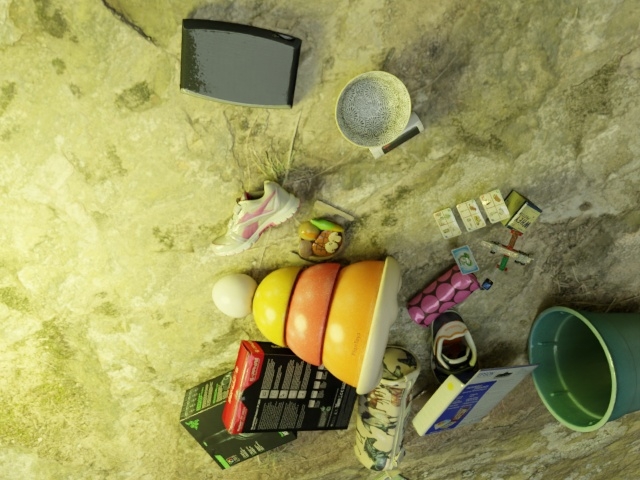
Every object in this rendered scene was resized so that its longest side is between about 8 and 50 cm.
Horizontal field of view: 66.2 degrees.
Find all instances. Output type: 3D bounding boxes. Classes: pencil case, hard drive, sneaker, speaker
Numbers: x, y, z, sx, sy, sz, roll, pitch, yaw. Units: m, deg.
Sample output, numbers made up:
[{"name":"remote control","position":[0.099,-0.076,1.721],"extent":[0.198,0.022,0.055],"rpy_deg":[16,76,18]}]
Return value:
[{"name":"pencil case","position":[0.203,0.515,1.496],"extent":[0.160,0.184,0.410],"rpy_deg":[-19,125,-37]},{"name":"hard drive","position":[-0.175,-0.374,1.063],"extent":[0.255,0.054,0.172],"rpy_deg":[6,117,-9]},{"name":"sneaker","position":[-0.177,-0.061,1.211],"extent":[0.252,0.103,0.111],"rpy_deg":[-37,111,6]},{"name":"pencil case","position":[0.347,0.159,1.379],"extent":[0.209,0.095,0.098],"rpy_deg":[-39,138,16]},{"name":"sneaker","position":[0.396,0.357,1.466],"extent":[0.126,0.127,0.321],"rpy_deg":[-17,119,2]},{"name":"speaker","position":[0.174,-0.248,1.164],"extent":[0.136,0.055,0.055],"rpy_deg":[-30,116,10]}]

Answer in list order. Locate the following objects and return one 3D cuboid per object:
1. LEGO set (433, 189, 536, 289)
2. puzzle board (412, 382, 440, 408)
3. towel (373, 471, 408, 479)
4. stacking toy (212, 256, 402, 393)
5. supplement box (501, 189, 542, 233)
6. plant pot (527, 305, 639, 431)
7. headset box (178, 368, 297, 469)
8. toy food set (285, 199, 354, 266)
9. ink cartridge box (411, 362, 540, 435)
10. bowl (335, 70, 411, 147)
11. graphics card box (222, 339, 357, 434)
[{"name":"LEGO set","position":[0.428,0.004,1.269],"extent":[0.182,0.060,0.244],"rpy_deg":[-23,97,36]},{"name":"puzzle board","position":[0.374,0.525,1.615],"extent":[0.128,0.011,0.096],"rpy_deg":[38,107,-22]},{"name":"towel","position":[0.264,0.902,1.795],"extent":[0.152,0.023,0.113],"rpy_deg":[40,108,-23]},{"name":"stacking toy","position":[-0.049,0.167,1.268],"extent":[0.480,0.350,0.350],"rpy_deg":[13,117,8]},{"name":"supplement box","position":[0.509,-0.072,1.272],"extent":[0.056,0.083,0.083],"rpy_deg":[26,112,-18]},{"name":"plant pot","position":[0.845,0.346,1.408],"extent":[0.334,0.341,0.341],"rpy_deg":[-3,118,-14]},{"name":"headset box","position":[-0.251,0.530,1.488],"extent":[0.283,0.131,0.246],"rpy_deg":[-25,116,8]},{"name":"toy food set","position":[0.000,0.000,1.286],"extent":[0.132,0.038,0.192],"rpy_deg":[21,114,-16]},{"name":"ink cartridge box","position":[0.464,0.454,1.476],"extent":[0.304,0.072,0.307],"rpy_deg":[7,124,-36]},{"name":"bowl","position":[0.113,-0.303,1.114],"extent":[0.170,0.080,0.170],"rpy_deg":[-2,119,-4]},{"name":"graphics card box","position":[-0.066,0.406,1.361],"extent":[0.371,0.094,0.232],"rpy_deg":[10,99,-28]}]
